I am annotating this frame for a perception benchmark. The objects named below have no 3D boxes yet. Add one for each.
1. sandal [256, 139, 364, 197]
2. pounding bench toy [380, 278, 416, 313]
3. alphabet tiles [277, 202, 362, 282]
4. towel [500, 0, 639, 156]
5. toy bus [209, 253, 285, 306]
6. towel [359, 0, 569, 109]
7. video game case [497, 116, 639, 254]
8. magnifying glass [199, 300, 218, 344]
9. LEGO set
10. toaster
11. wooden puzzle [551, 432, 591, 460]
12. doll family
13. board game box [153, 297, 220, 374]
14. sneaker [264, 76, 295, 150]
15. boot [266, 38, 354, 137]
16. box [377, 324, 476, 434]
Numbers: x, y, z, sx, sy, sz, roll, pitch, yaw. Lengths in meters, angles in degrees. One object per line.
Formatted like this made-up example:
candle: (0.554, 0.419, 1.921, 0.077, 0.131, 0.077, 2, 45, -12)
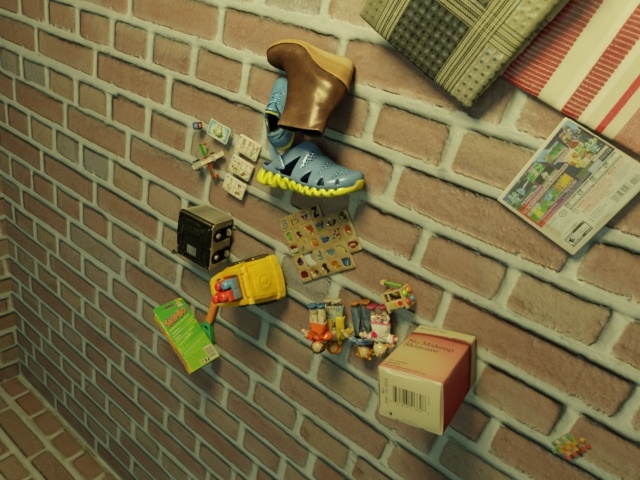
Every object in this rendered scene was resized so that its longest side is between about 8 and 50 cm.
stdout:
sandal: (-0.033, -0.189, 1.140, 0.318, 0.126, 0.138, 16, 109, 29)
pounding bench toy: (0.192, 0.129, 1.121, 0.065, 0.052, 0.083, -23, 90, 38)
alphabet tiles: (0.000, 0.000, 1.244, 0.237, 0.009, 0.198, -20, 92, 37)
towel: (0.493, -0.330, 0.777, 0.329, 0.037, 0.236, 40, 126, 20)
toy bus: (-0.248, 0.138, 1.328, 0.221, 0.212, 0.149, -13, 92, 39)
towel: (0.264, -0.459, 0.818, 0.312, 0.056, 0.324, 43, 137, 5)
video game case: (0.480, -0.102, 0.865, 0.183, 0.023, 0.201, 42, 125, 17)
magnifying glass: (-0.407, 0.308, 1.617, 0.092, 0.026, 0.230, 37, 122, 21)
LEGO set: (-0.295, -0.261, 1.358, 0.244, 0.060, 0.182, 32, 116, 14)
toaster: (-0.375, -0.013, 1.439, 0.186, 0.110, 0.167, 24, 116, 27)
wooden puzzle: (0.553, 0.459, 1.000, 0.049, 0.006, 0.083, 44, 125, 16)
doll family: (0.085, 0.242, 1.213, 0.263, 0.118, 0.163, -1, 98, 17)
board game box: (-0.476, 0.330, 1.582, 0.039, 0.124, 0.259, -42, 78, 38)
sneaker: (-0.102, -0.332, 1.120, 0.069, 0.082, 0.209, -6, 69, 20)
boot: (-0.059, -0.361, 1.062, 0.249, 0.090, 0.206, 21, 77, 22)
box: (0.248, 0.304, 1.023, 0.149, 0.232, 0.126, 6, 108, 34)
